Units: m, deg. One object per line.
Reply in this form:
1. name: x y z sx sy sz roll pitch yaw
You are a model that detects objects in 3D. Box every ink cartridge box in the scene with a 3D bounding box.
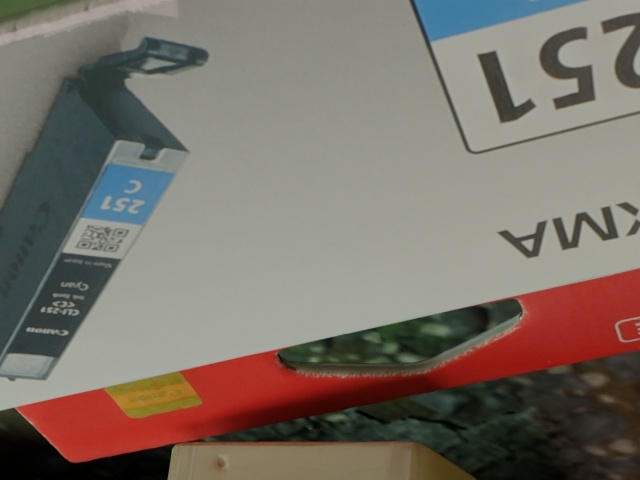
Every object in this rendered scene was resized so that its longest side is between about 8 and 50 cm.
1. ink cartridge box: 0.000 0.000 0.449 0.296 0.066 0.261 -13 139 14

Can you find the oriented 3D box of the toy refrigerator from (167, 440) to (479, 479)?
1. toy refrigerator: 0.045 0.153 0.643 0.102 0.094 0.269 -4 157 28
